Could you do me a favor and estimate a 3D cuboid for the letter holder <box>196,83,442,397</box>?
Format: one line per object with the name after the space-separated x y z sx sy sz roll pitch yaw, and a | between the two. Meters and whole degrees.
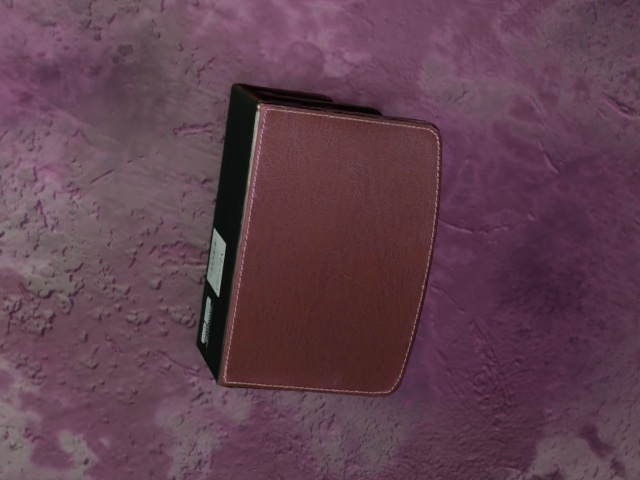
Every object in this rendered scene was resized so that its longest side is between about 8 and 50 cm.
0.000 0.000 1.635 0.215 0.152 0.301 6 101 -15 | letter holder
